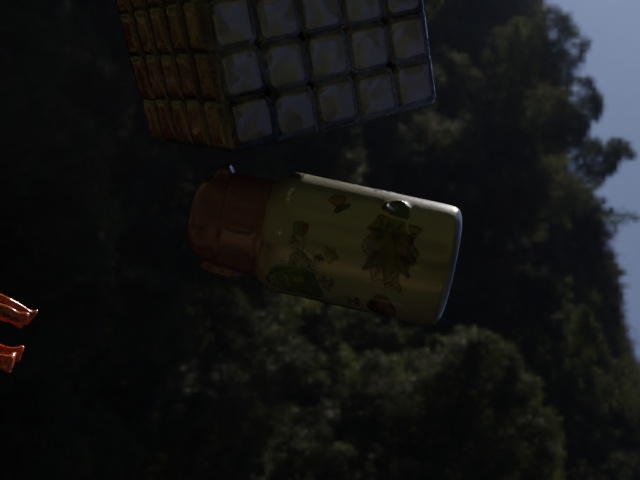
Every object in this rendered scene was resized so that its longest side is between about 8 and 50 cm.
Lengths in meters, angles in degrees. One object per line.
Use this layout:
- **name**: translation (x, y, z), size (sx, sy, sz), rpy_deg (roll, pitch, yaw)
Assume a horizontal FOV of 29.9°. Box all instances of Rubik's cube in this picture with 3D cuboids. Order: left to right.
- **Rubik's cube**: translation (-0.052, -0.228, 1.174), size (0.237, 0.236, 0.238), rpy_deg (18, -58, 59)

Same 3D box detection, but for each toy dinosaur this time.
- **toy dinosaur**: translation (-0.295, 0.062, 1.024), size (0.055, 0.101, 0.279), rpy_deg (-63, -162, 7)

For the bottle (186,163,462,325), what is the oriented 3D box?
- **bottle**: translation (0.000, 0.000, 1.136), size (0.120, 0.253, 0.121), rpy_deg (11, 90, -89)
